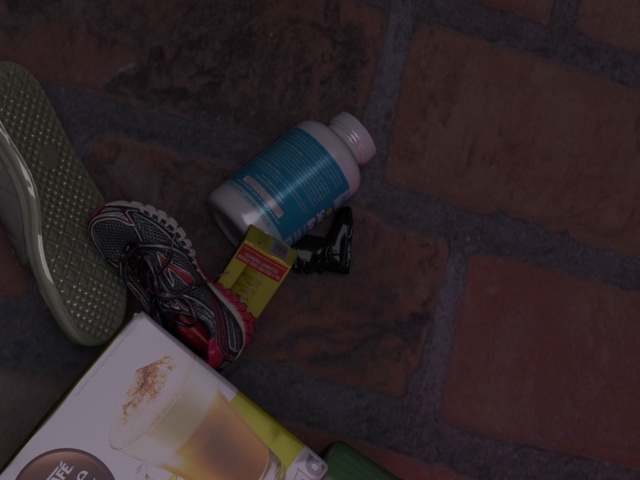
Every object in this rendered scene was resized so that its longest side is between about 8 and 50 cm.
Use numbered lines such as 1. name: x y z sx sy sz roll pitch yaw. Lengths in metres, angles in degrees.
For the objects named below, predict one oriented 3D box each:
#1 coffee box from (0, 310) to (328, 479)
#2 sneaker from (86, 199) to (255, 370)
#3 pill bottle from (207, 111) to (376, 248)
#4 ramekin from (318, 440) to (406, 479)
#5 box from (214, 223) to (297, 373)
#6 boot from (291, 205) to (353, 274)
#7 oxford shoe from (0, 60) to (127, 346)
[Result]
1. coffee box: -0.249 0.341 1.672 0.334 0.338 0.338 40 75 -4
2. sneaker: -0.223 0.061 1.735 0.299 0.112 0.121 43 118 3
3. pill bottle: -0.038 -0.090 1.886 0.264 0.146 0.146 -39 92 -15
4. ramekin: -0.002 0.438 1.744 0.148 0.303 0.303 38 75 2
5. box: -0.128 0.091 1.814 0.087 0.058 0.232 31 118 -8
6. boot: 0.000 0.000 1.936 0.099 0.045 0.121 5 82 -10
7. oxford shoe: -0.423 -0.048 1.804 0.169 0.130 0.449 -26 92 -54
